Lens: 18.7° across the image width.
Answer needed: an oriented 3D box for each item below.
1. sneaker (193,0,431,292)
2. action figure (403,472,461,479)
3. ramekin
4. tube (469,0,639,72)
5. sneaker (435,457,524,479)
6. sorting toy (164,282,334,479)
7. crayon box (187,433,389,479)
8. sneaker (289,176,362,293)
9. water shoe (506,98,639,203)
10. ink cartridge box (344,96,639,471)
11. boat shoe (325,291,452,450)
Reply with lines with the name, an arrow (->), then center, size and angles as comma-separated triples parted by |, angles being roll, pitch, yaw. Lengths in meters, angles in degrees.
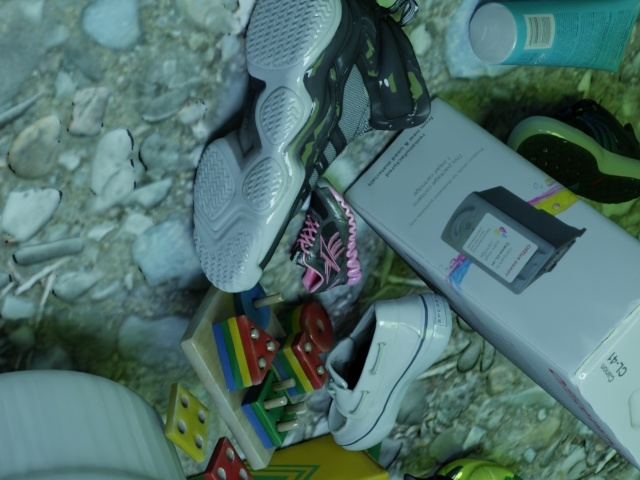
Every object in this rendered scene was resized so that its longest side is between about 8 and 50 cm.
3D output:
sneaker -> 0.000, -0.079, 1.549 | 0.153, 0.101, 0.268 | 2, 115, -40
action figure -> 0.103, 0.369, 1.842 | 0.141, 0.164, 0.275 | 12, 95, -1
ramekin -> -0.225, 0.221, 1.483 | 0.277, 0.135, 0.277 | -12, 141, -10
tube -> 0.216, -0.183, 1.714 | 0.207, 0.052, 0.080 | -6, 127, -45
sneaker -> 0.137, 0.362, 1.990 | 0.123, 0.109, 0.295 | 9, 112, -41
sorting toy -> -0.049, 0.098, 1.582 | 0.132, 0.046, 0.274 | 62, 28, -22
crayon box -> -0.057, 0.298, 1.792 | 0.318, 0.081, 0.202 | -15, 127, -35
sneaker -> 0.000, 0.000, 1.658 | 0.057, 0.047, 0.119 | -22, 131, -14
water shoe -> 0.228, -0.090, 1.774 | 0.073, 0.080, 0.203 | -28, 151, 29
ink cartridge box -> 0.194, 0.041, 1.656 | 0.131, 0.306, 0.226 | -48, 139, -4
boat shoe -> 0.039, 0.110, 1.721 | 0.076, 0.083, 0.226 | 7, 141, -19
